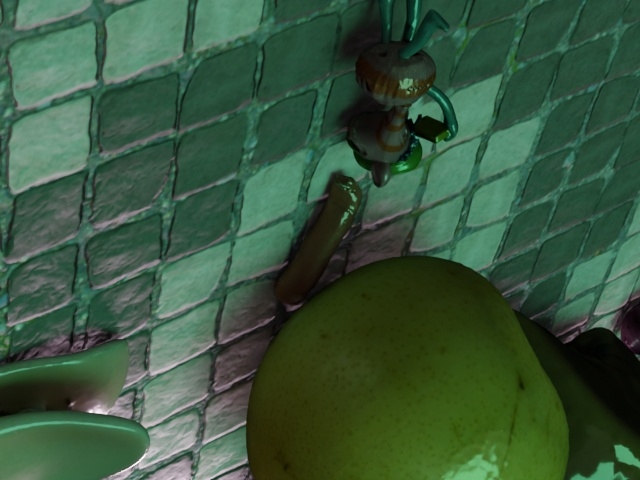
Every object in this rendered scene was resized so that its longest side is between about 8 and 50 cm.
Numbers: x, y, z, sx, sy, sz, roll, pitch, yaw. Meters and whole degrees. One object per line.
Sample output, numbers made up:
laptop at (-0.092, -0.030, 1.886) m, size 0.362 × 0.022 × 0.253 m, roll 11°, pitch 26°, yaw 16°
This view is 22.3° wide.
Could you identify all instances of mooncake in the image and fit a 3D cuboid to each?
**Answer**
mooncake at (0.276, 0.227, 2.064) m, size 0.394 × 0.393 × 0.246 m, roll 36°, pitch 102°, yaw -19°

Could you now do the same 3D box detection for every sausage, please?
sausage at (0.000, 0.000, 1.631) m, size 0.042 × 0.036 × 0.158 m, roll -14°, pitch 140°, yaw -52°

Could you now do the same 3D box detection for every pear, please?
pear at (0.088, 0.193, 1.685) m, size 0.348 × 0.348 × 0.348 m, roll -30°, pitch 148°, yaw -21°

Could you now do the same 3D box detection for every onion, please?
onion at (0.482, 0.127, 2.300) m, size 0.115 × 0.104 × 0.115 m, roll -22°, pitch 158°, yaw -10°

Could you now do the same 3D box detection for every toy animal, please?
toy animal at (0.080, -0.138, 1.488) m, size 0.100 × 0.103 × 0.208 m, roll -76°, pitch 175°, yaw -46°

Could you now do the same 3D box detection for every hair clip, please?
hair clip at (-0.279, 0.189, 1.486) m, size 0.282 × 0.113 × 0.172 m, roll -24°, pitch 145°, yaw -20°
